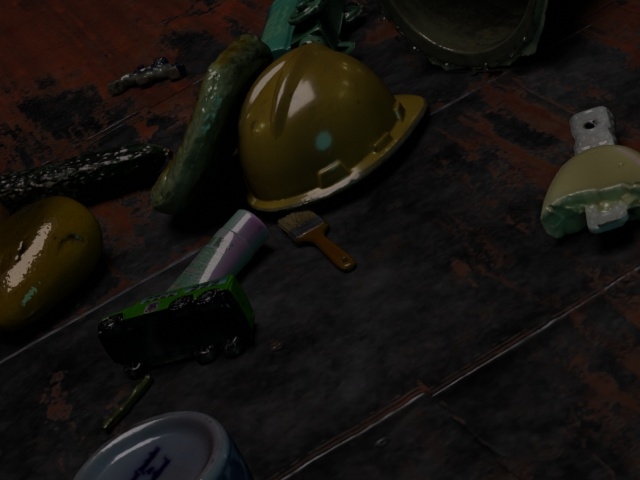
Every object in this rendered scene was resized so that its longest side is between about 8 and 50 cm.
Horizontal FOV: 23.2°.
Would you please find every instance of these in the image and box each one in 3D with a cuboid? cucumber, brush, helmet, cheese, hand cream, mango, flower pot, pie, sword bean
[{"bbox_3d":[-0.326,-0.078,2.040,0.293,0.067,0.067,-12,30,23],"label":"cucumber"},{"bbox_3d":[0.000,0.000,1.677,0.043,0.014,0.170,-30,29,-11],"label":"brush"},{"bbox_3d":[-0.007,-0.153,1.805,0.205,0.140,0.257,1,37,46],"label":"helmet"},{"bbox_3d":[0.276,-0.071,1.520,0.127,0.050,0.235,-18,29,17],"label":"cheese"},{"bbox_3d":[-0.127,0.042,1.688,0.076,0.047,0.174,13,56,50],"label":"hand cream"},{"bbox_3d":[-0.334,0.028,1.827,0.137,0.098,0.195,-6,38,26],"label":"mango"},{"bbox_3d":[0.226,-0.373,1.913,0.290,0.290,0.259,3,26,44],"label":"flower pot"},{"bbox_3d":[-0.128,-0.137,1.853,0.240,0.054,0.240,-60,-3,-6],"label":"pie"},{"bbox_3d":[-0.192,0.162,1.559,0.012,0.012,0.083,-2,34,39],"label":"sword bean"}]

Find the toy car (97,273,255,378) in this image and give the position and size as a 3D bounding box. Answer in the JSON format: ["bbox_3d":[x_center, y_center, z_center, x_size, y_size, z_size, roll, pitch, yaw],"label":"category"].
[{"bbox_3d":[-0.147,0.086,1.588,0.165,0.071,0.062,-15,27,23],"label":"toy car"}]

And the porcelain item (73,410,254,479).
[{"bbox_3d":[-0.120,0.225,1.269,0.147,0.114,0.147,-19,29,11],"label":"porcelain item"}]

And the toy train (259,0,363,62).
[{"bbox_3d":[-0.028,-0.285,2.125,0.159,0.101,0.248,-31,23,21],"label":"toy train"}]

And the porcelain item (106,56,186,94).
[{"bbox_3d":[-0.251,-0.255,2.336,0.136,0.021,0.075,-10,27,28],"label":"porcelain item"}]

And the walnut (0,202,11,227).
[{"bbox_3d":[-0.426,0.002,1.953,0.105,0.105,0.124,-23,42,6],"label":"walnut"}]
